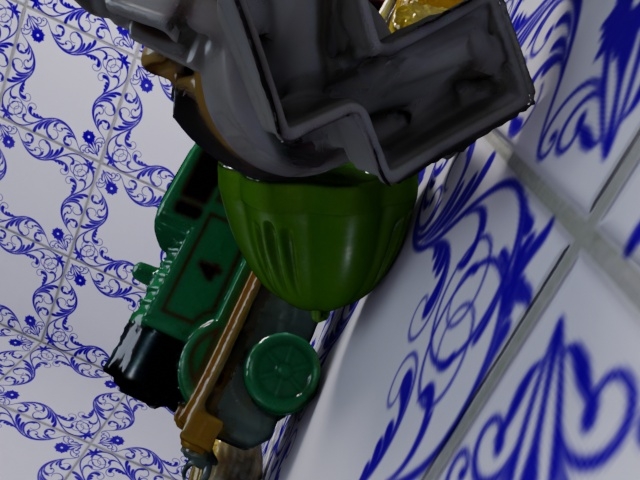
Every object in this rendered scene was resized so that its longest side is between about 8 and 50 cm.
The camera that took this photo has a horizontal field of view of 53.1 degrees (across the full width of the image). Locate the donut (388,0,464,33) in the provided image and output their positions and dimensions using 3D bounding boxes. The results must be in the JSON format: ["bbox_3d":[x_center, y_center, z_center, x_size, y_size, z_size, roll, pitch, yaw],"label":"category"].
[{"bbox_3d":[0.118,-0.209,0.696,0.152,0.101,0.259,109,178,-45],"label":"donut"}]

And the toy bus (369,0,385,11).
[{"bbox_3d":[-0.001,-0.288,1.061,0.427,0.203,0.233,-30,70,60],"label":"toy bus"}]

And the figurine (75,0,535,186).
[{"bbox_3d":[-0.024,-0.113,0.434,0.143,0.308,0.308,-56,1,-9],"label":"figurine"}]

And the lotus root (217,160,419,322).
[{"bbox_3d":[0.000,0.000,0.590,0.186,0.186,0.186,-155,90,-87],"label":"lotus root"}]

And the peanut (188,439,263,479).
[{"bbox_3d":[-0.128,0.320,0.775,0.087,0.087,0.206,120,172,-64],"label":"peanut"}]

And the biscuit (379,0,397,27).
[{"bbox_3d":[0.118,-0.335,0.792,0.292,0.026,0.048,-63,-32,-11],"label":"biscuit"}]

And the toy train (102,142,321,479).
[{"bbox_3d":[-0.099,0.059,0.745,0.178,0.249,0.429,122,173,-68],"label":"toy train"}]
